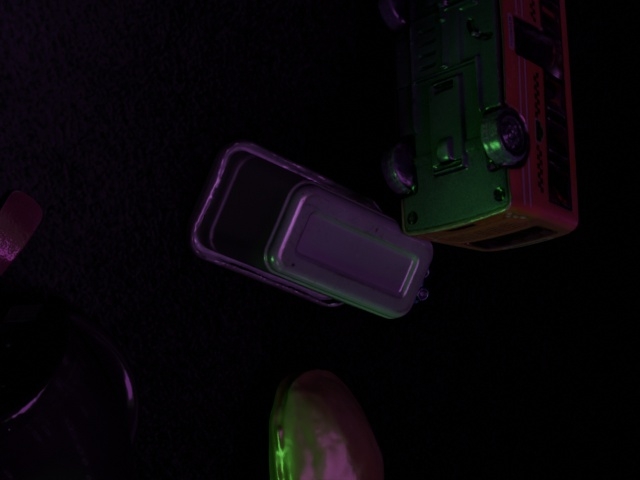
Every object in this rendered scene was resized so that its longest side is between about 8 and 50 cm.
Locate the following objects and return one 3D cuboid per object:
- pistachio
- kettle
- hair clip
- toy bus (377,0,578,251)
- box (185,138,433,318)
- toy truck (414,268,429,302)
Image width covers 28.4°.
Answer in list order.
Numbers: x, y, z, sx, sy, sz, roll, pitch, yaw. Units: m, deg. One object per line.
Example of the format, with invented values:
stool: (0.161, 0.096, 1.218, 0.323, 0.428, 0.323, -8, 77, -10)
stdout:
pistachio: (0.011, 0.315, 1.864, 0.213, 0.163, 0.260, -9, 97, -56)
kettle: (-0.321, 0.216, 1.574, 0.290, 0.207, 0.268, 61, 40, -38)
hair clip: (-0.393, 0.003, 1.548, 0.054, 0.022, 0.137, 43, 77, -34)
toy bus: (0.228, -0.208, 1.738, 0.233, 0.203, 0.426, 16, 68, -44)
box: (0.000, 0.000, 1.734, 0.312, 0.182, 0.175, 24, 90, -39)
toy truck: (0.116, 0.062, 1.924, 0.090, 0.056, 0.073, -4, 103, -22)
